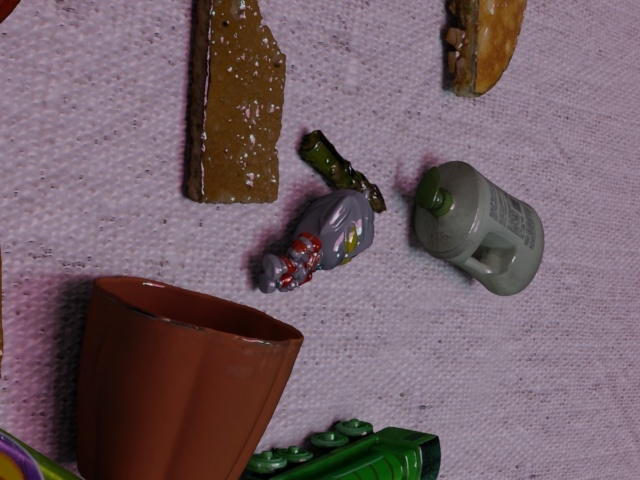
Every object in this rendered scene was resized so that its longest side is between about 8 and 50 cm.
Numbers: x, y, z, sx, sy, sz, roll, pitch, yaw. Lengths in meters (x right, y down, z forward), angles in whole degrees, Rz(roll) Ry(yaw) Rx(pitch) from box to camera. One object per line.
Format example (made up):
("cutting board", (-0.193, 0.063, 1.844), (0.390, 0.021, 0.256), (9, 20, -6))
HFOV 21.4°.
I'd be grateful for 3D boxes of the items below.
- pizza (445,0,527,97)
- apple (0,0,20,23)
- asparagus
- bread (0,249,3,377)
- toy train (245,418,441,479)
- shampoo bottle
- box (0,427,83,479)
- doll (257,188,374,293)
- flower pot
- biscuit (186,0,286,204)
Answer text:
("pizza", (0.189, -0.253, 1.975), (0.175, 0.046, 0.134), (-54, 138, -37))
("apple", (-0.286, -0.224, 1.110), (0.201, 0.218, 0.218), (-47, 135, -65))
("asparagus", (0.028, -0.067, 1.781), (0.165, 0.030, 0.036), (38, 37, -52))
("bread", (-0.317, 0.032, 1.173), (0.143, 0.149, 0.158), (2, 94, -60))
("toy train", (0.019, 0.244, 1.744), (0.251, 0.119, 0.085), (-15, 109, -56))
("shampoo bottle", (0.174, -0.020, 1.959), (0.234, 0.087, 0.118), (28, 71, -54))
("box", (-0.215, 0.254, 1.359), (0.345, 0.097, 0.134), (43, 47, -41))
("doll", (0.000, 0.000, 1.719), (0.180, 0.079, 0.094), (-38, 155, -39))
("flower pot", (-0.123, 0.137, 1.461), (0.191, 0.191, 0.173), (5, 101, -57))
("biscuit", (-0.078, -0.152, 1.609), (0.131, 0.026, 0.237), (-4, 98, -58))
